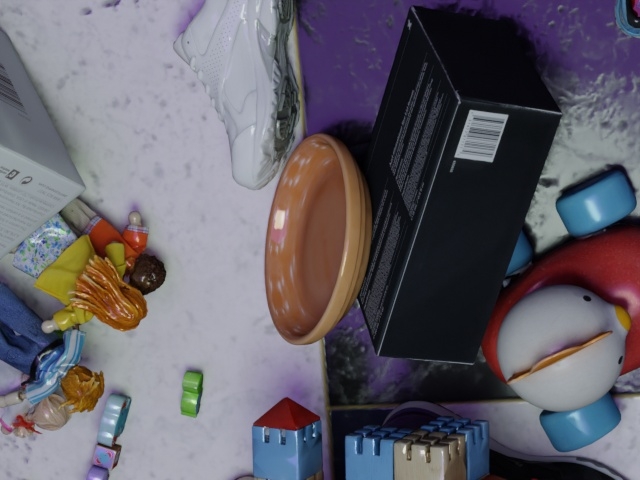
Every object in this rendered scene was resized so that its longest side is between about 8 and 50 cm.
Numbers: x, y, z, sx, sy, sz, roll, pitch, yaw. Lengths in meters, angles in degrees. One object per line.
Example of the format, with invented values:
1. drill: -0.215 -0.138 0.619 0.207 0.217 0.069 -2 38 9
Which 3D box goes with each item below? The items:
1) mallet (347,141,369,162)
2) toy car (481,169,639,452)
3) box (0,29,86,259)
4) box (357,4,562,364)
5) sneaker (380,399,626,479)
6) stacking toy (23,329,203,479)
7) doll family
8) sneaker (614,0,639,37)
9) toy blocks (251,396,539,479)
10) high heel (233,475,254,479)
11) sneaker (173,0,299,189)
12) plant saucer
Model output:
1. mallet: 0.092 -0.086 1.685 0.190 0.039 0.062 -19 98 17
2. toy car: 0.238 0.080 1.577 0.210 0.238 0.219 -27 94 13
3. box: -0.433 -0.047 1.672 0.345 0.168 0.215 -38 61 13
4. box: 0.108 -0.049 1.564 0.103 0.184 0.261 6 121 -18
5. sneaker: 0.180 0.251 1.671 0.283 0.124 0.107 20 101 6
6. stacking toy: -0.219 0.214 1.772 0.167 0.052 0.221 15 100 7
7. doll family: -0.258 0.081 1.699 0.163 0.118 0.263 36 96 13
8. sneaker: 0.315 -0.261 1.596 0.063 0.073 0.162 17 101 7
9. toy blocks: 0.088 0.274 1.563 0.381 0.191 0.260 4 100 29
10. high heel: -0.088 0.433 1.758 0.127 0.181 0.377 7 71 -10
11. sneaker: -0.083 -0.164 1.683 0.115 0.090 0.232 0 90 16
12. plant saucer: 0.000 0.000 1.643 0.037 0.200 0.199 7 101 -23
